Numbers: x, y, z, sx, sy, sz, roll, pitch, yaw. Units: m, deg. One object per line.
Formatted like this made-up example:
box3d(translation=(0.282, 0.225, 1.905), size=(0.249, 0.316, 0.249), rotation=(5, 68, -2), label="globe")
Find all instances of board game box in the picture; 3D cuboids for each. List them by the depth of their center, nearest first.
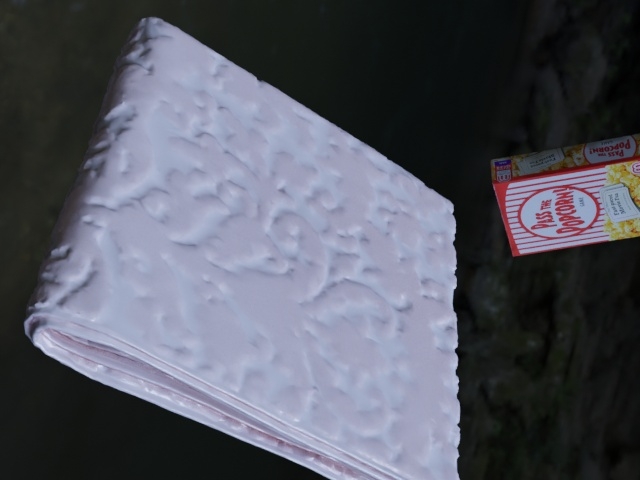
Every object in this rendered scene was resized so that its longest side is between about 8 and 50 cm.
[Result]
box3d(translation=(0.318, -0.055, 1.543), size=(0.147, 0.193, 0.045), rotation=(64, 21, -47), label="board game box")

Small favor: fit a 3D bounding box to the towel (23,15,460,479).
box3d(translation=(-0.034, 0.013, 0.908), size=(0.053, 0.317, 0.332), rotation=(-46, -156, 35), label="towel")
